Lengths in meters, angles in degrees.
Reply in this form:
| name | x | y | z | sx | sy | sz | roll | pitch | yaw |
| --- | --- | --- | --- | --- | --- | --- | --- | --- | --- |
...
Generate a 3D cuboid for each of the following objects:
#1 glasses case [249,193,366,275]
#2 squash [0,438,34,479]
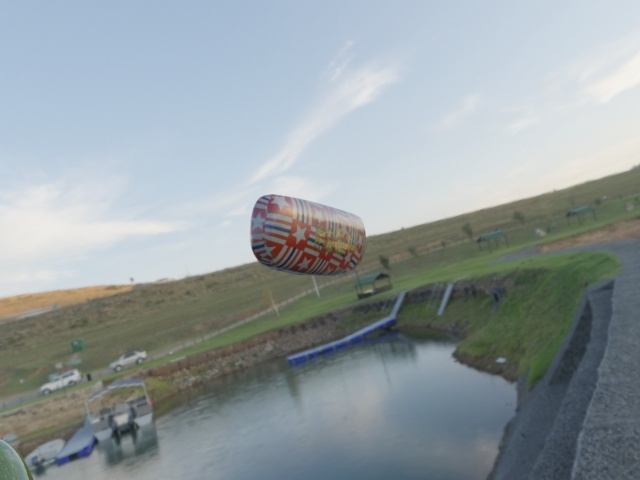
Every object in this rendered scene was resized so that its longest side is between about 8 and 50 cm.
| name | x | y | z | sx | sy | sz | roll | pitch | yaw |
| --- | --- | --- | --- | --- | --- | --- | --- | --- | --- |
| glasses case | 0.000 | 0.000 | 0.504 | 0.049 | 0.073 | 0.194 | 2 | -3 | 29 |
| squash | -0.228 | 0.240 | 0.359 | 0.069 | 0.258 | 0.069 | -29 | -30 | -19 |
